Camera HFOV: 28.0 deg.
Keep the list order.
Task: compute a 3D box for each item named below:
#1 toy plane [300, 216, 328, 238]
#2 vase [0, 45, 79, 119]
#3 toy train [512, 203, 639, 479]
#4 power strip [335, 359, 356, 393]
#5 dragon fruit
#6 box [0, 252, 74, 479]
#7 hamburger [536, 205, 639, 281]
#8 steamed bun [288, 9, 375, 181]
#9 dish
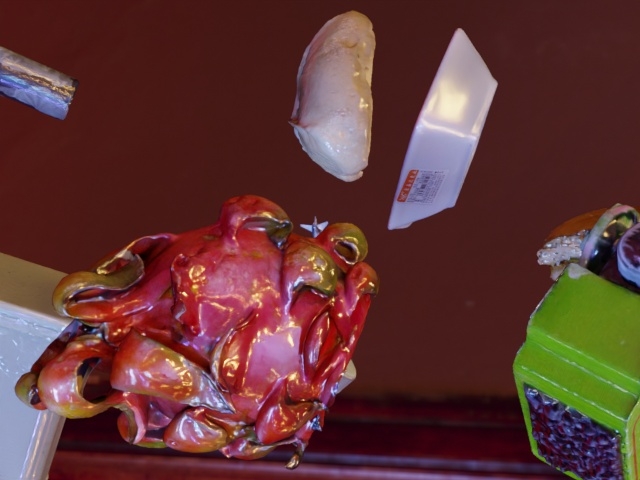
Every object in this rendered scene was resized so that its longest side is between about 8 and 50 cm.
[{"bbox_3d":[0.000,0.000,1.711,0.083,0.078,0.031,70,20,-50],"label":"toy plane"},{"bbox_3d":[-0.417,-0.220,1.645,0.060,0.211,0.060,-59,-163,31],"label":"vase"},{"bbox_3d":[0.319,0.119,1.340,0.249,0.173,0.307,-50,148,-19],"label":"toy train"},{"bbox_3d":[-0.093,0.114,1.817,0.261,0.141,0.229,29,27,-53],"label":"power strip"},{"bbox_3d":[-0.094,0.084,1.147,0.307,0.243,0.228,-37,141,-53],"label":"dragon fruit"},{"bbox_3d":[-0.534,0.191,1.909,0.177,0.351,0.344,-81,-171,-68],"label":"box"},{"bbox_3d":[0.418,0.005,1.662,0.131,0.262,0.124,-56,129,-34],"label":"hamburger"},{"bbox_3d":[0.013,-0.172,1.672,0.212,0.110,0.231,-92,-176,-70],"label":"steamed bun"},{"bbox_3d":[0.133,-0.098,1.389,0.234,0.064,0.154,103,10,-56],"label":"dish"}]
